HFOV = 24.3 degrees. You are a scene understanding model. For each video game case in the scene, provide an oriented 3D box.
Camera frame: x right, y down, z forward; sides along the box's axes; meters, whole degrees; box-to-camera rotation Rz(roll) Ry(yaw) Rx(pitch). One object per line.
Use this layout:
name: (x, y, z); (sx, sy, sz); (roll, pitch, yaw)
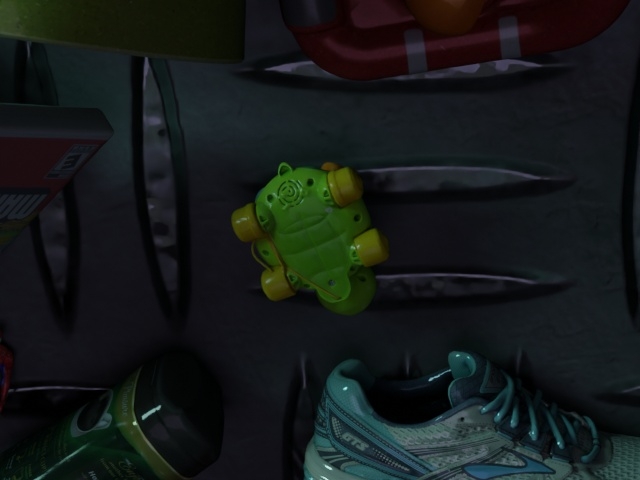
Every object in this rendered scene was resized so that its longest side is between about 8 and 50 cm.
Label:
video game case: (-0.289, 0.007, 0.973); (0.285, 0.204, 0.025); (-42, 70, 28)

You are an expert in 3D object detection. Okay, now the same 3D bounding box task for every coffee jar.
coffee jar: (-0.157, 0.160, 1.101); (0.184, 0.096, 0.079); (-32, 113, 17)

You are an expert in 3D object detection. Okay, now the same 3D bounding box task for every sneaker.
sneaker: (0.130, 0.147, 1.079); (0.283, 0.110, 0.122); (3, 112, 1)

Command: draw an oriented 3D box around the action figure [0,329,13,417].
action figure: (-0.255, 0.116, 1.124); (0.038, 0.030, 0.115); (16, 113, 0)

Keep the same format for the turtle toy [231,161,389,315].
turtle toy: (0.000, 0.000, 1.036); (0.095, 0.066, 0.130); (-20, 113, 11)

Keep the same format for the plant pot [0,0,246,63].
plant pot: (-0.155, -0.266, 0.833); (0.275, 0.275, 0.293); (10, 99, -2)

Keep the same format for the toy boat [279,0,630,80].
toy boat: (0.082, -0.168, 0.908); (0.231, 0.151, 0.151); (-9, 115, 6)
